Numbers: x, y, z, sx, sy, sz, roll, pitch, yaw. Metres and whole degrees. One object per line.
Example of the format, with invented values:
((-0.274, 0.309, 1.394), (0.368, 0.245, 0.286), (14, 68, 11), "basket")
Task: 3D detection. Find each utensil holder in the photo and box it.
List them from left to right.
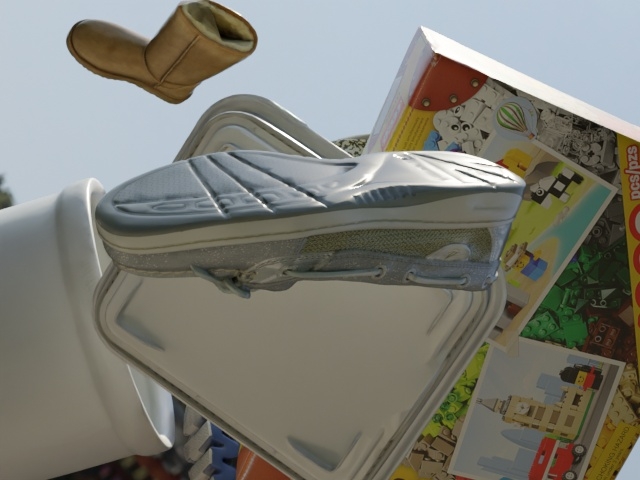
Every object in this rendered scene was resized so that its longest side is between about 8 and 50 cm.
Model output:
((-0.398, 0.135, 1.395), (0.327, 0.385, 0.328), (164, -90, -89), "utensil holder")

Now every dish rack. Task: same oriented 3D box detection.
((-0.031, 0.057, 1.091), (0.333, 0.072, 0.286), (34, -82, 6), "dish rack")

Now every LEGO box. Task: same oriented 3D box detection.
((0.176, 0.080, 1.308), (0.372, 0.193, 0.500), (22, -73, -6), "LEGO box")

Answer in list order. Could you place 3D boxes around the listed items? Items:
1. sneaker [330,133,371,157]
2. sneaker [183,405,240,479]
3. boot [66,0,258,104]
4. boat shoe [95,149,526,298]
((-0.038, -0.068, 1.861), (0.158, 0.410, 0.182), (64, -19, 6), "sneaker")
((-0.055, 0.330, 1.468), (0.127, 0.182, 0.316), (132, -46, -58), "sneaker")
((-0.250, -0.315, 1.877), (0.236, 0.089, 0.269), (21, -19, -21), "boot")
((0.000, -0.001, 0.852), (0.118, 0.320, 0.103), (37, -53, 52), "boat shoe")
